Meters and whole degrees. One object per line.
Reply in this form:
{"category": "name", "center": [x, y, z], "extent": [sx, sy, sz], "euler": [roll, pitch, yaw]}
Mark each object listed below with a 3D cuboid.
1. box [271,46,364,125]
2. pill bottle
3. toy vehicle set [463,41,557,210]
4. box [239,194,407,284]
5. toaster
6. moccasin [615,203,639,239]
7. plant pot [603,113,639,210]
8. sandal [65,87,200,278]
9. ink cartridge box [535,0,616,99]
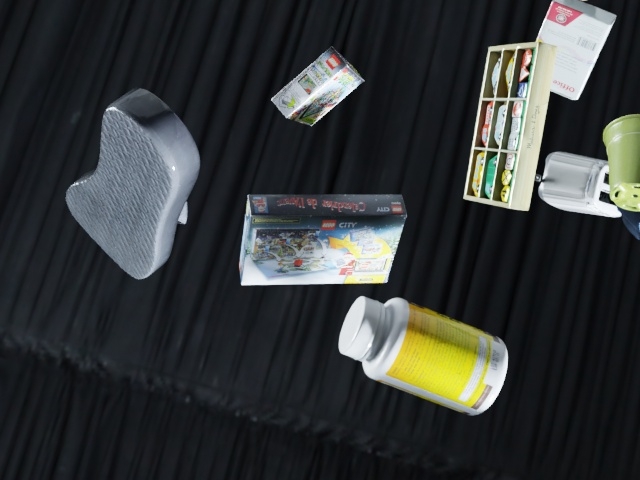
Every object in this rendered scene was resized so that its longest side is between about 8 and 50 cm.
{"category": "box", "center": [0.000, -0.223, 1.436], "extent": [0.036, 0.114, 0.207], "euler": [51, -170, 3]}
{"category": "pill bottle", "center": [0.138, 0.152, 1.335], "extent": [0.215, 0.117, 0.117], "euler": [22, 165, -12]}
{"category": "toy vehicle set", "center": [0.311, -0.189, 1.613], "extent": [0.035, 0.267, 0.166], "euler": [8, -176, -20]}
{"category": "box", "center": [0.000, 0.000, 1.469], "extent": [0.233, 0.044, 0.159], "euler": [0, 138, -12]}
{"category": "toaster", "center": [0.600, -0.127, 2.201], "extent": [0.227, 0.129, 0.146], "euler": [13, -178, -43]}
{"category": "moccasin", "center": [0.599, -0.081, 1.752], "extent": [0.117, 0.137, 0.342], "euler": [54, -164, 10]}
{"category": "plant pot", "center": [0.335, -0.076, 1.027], "extent": [0.083, 0.079, 0.083], "euler": [14, 152, 8]}
{"category": "sandal", "center": [-0.133, -0.037, 0.744], "extent": [0.097, 0.054, 0.254], "euler": [49, 151, -2]}
{"category": "ink cartridge box", "center": [0.508, -0.397, 2.002], "extent": [0.127, 0.072, 0.175], "euler": [26, 126, 11]}
